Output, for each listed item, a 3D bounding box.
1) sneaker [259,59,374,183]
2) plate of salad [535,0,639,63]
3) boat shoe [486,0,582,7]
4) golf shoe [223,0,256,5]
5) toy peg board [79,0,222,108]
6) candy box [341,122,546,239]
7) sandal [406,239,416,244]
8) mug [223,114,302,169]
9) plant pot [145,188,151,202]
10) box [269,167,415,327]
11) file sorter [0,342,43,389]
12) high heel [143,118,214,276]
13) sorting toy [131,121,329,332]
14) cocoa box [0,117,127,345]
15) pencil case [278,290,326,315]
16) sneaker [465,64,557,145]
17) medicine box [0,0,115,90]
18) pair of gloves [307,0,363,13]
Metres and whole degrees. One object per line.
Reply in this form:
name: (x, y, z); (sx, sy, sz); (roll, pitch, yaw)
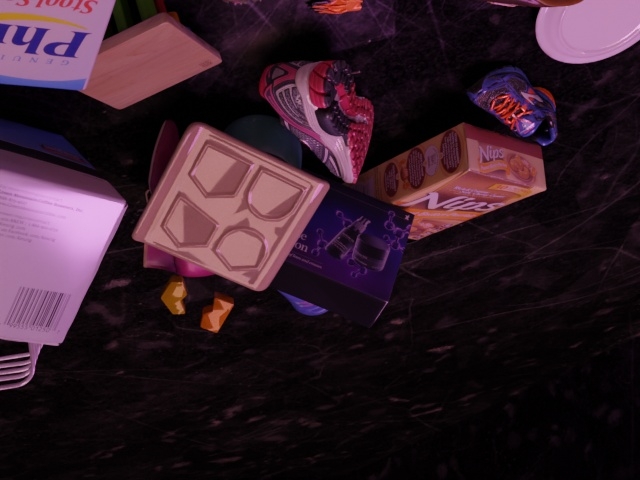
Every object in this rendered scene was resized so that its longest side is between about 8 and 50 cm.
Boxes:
sneaker: (0.006, -0.183, 1.334); (0.112, 0.121, 0.299); (9, 161, 19)
plate of salad: (0.401, -0.335, 1.284); (0.200, 0.048, 0.200); (-9, 143, -7)
boat shoe: (0.254, -0.344, 1.178); (0.207, 0.073, 0.073); (1, -173, -23)
golf shoe: (-0.046, -0.340, 1.041); (0.186, 0.067, 0.086); (-22, 126, 16)
toy peg board: (-0.234, -0.247, 1.123); (0.161, 0.079, 0.160); (-21, 169, 15)
candy box: (0.200, -0.091, 1.533); (0.183, 0.087, 0.316); (9, 160, -35)
sandal: (0.191, -0.034, 1.762); (0.254, 0.054, 0.097); (-13, 154, -2)
mug: (-0.105, -0.124, 1.368); (0.158, 0.097, 0.129); (-13, 138, 23)
plant pot: (-0.224, -0.044, 1.458); (0.109, 0.109, 0.096); (-10, -166, -12)
box: (0.000, 0.000, 1.469); (0.261, 0.184, 0.103); (22, 144, -3)
file sorter: (-0.553, 0.136, 1.455); (0.193, 0.173, 0.278); (-7, -175, -14)
high heel: (-0.201, -0.059, 1.360); (0.117, 0.082, 0.244); (7, 106, -5)
sorting toy: (-0.155, -0.010, 1.334); (0.229, 0.041, 0.307); (23, 116, -20)
cocoa box: (-0.475, -0.037, 1.137); (0.347, 0.228, 0.231); (15, 108, -45)
pencil case: (-0.041, 0.041, 1.721); (0.133, 0.119, 0.306); (-28, 153, 2)
sneaker: (0.318, -0.212, 1.437); (0.221, 0.087, 0.083); (11, 143, -42)
medicine box: (-0.334, -0.297, 0.868); (0.263, 0.149, 0.289); (0, 149, -28)
pair of gloves: (0.022, -0.322, 1.157); (0.074, 0.010, 0.083); (-7, 150, -13)
